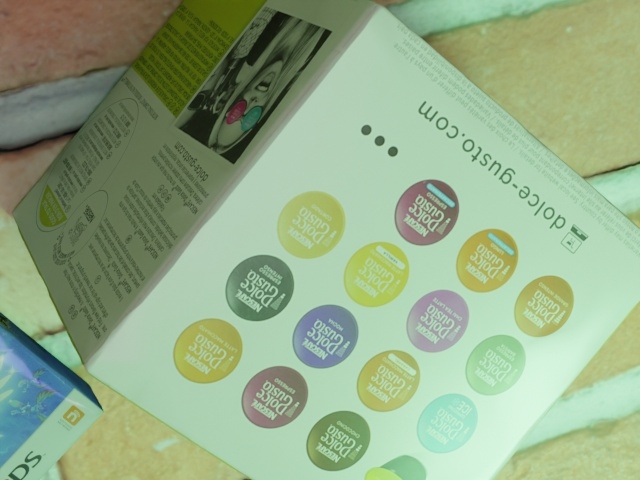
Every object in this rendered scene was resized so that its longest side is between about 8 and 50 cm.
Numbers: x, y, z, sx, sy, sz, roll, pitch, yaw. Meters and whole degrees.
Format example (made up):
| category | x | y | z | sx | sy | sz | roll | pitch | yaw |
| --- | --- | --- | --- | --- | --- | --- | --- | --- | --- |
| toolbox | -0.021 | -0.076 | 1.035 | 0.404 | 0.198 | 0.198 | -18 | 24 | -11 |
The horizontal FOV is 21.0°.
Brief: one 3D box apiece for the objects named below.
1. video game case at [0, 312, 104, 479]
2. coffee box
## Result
| category | x | y | z | sx | sy | sz | roll | pitch | yaw |
| --- | --- | --- | --- | --- | --- | --- | --- | --- | --- |
| video game case | -0.365 | 0.148 | 1.476 | 0.244 | 0.061 | 0.269 | -47 | 117 | -1 |
| coffee box | 0.000 | 0.000 | 1.402 | 0.338 | 0.338 | 0.334 | 38 | 94 | -27 |
